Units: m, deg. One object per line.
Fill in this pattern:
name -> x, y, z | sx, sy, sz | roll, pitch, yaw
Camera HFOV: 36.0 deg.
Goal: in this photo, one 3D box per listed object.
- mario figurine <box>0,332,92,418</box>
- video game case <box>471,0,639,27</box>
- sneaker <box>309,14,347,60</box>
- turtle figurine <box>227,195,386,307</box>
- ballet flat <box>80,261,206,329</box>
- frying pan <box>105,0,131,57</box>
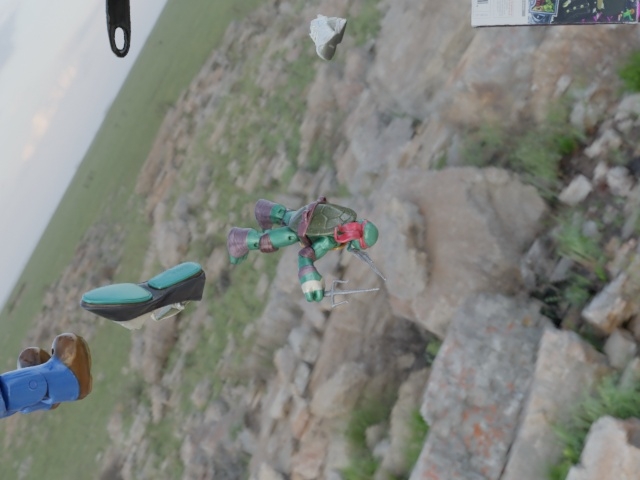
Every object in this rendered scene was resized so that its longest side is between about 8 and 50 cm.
mario figurine -> -0.419, 0.154, 1.094 | 0.320, 0.170, 0.198 | -13, -43, -51
video game case -> 0.244, -0.334, 0.997 | 0.210, 0.041, 0.232 | 12, 107, 49
sneaker -> 0.005, -0.369, 1.786 | 0.152, 0.061, 0.054 | -69, -3, -60
turtle figurine -> 0.000, 0.000, 1.314 | 0.175, 0.234, 0.118 | -29, -57, -53
ballet flat -> -0.246, 0.088, 1.400 | 0.203, 0.074, 0.074 | -18, -21, -42
frying pan -> -0.211, -0.366, 1.119 | 0.197, 0.326, 0.053 | -17, 51, 7
